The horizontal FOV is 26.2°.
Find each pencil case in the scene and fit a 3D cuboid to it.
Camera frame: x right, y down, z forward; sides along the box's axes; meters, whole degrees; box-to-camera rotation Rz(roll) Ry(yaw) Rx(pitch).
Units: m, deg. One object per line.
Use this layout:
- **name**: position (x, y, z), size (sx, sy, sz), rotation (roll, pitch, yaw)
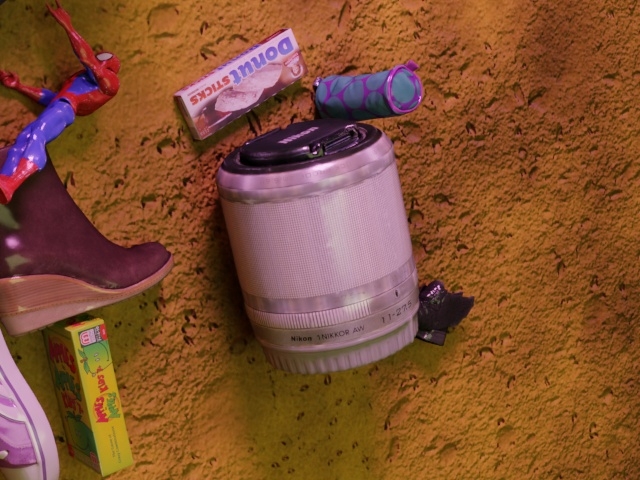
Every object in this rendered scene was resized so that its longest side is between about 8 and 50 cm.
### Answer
- **pencil case**: position (0.059, -0.186, 1.746), size (0.064, 0.152, 0.070), rotation (35, 69, -34)

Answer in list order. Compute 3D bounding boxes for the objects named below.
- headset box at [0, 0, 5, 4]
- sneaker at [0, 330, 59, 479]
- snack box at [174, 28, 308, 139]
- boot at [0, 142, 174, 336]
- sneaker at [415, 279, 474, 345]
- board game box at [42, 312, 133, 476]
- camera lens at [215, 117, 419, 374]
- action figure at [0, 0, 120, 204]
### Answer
- **headset box**: position (-0.410, -0.321, 1.316), size (0.246, 0.131, 0.283), rotation (-45, 160, -22)
- **sneaker**: position (-0.405, 0.184, 1.503), size (0.161, 0.102, 0.282), rotation (-34, 105, -38)
- **snack box**: position (-0.097, -0.196, 1.714), size (0.178, 0.022, 0.064), rotation (-35, 115, -25)
- **boot**: position (-0.286, -0.021, 1.570), size (0.248, 0.090, 0.206), rotation (-22, 102, -42)
- **sneaker**: position (0.143, 0.091, 1.917), size (0.170, 0.051, 0.089), rotation (25, 83, -40)
- **board game box**: position (-0.274, 0.175, 1.607), size (0.043, 0.092, 0.181), rotation (-19, 108, -30)
- **camera lens**: position (0.000, 0.000, 1.694), size (0.219, 0.219, 0.274), rotation (-22, 110, -31)
- **action figure**: position (-0.318, -0.156, 1.503), size (0.139, 0.091, 0.280), rotation (51, 43, -13)
